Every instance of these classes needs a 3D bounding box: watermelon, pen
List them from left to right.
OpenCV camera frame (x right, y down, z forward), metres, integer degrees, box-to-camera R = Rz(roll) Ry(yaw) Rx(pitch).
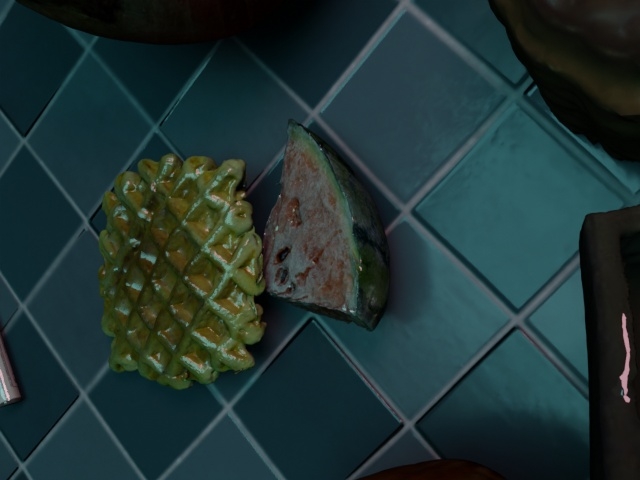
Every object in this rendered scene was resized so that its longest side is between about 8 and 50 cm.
[{"bbox_3d":[-0.372,0.086,0.804,0.025,0.025,0.204,-30,76,22],"label":"pen"},{"bbox_3d":[0.000,0.000,0.612,0.139,0.071,0.187,-39,58,39],"label":"watermelon"}]

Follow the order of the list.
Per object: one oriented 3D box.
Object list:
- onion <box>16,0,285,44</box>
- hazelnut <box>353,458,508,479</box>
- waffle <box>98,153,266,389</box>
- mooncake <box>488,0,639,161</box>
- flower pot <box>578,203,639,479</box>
[{"bbox_3d":[-0.143,-0.322,0.537,0.353,0.353,0.354,-1,88,25],"label":"onion"},{"bbox_3d":[0.061,0.246,0.479,0.217,0.251,0.217,3,63,-5],"label":"hazelnut"},{"bbox_3d":[-0.134,0.029,0.663,0.207,0.054,0.214,-5,90,40],"label":"waffle"},{"bbox_3d":[0.251,-0.199,0.428,0.324,0.187,0.324,-2,85,26],"label":"mooncake"},{"bbox_3d":[0.275,0.076,0.335,0.379,0.379,0.251,-25,57,23],"label":"flower pot"}]
